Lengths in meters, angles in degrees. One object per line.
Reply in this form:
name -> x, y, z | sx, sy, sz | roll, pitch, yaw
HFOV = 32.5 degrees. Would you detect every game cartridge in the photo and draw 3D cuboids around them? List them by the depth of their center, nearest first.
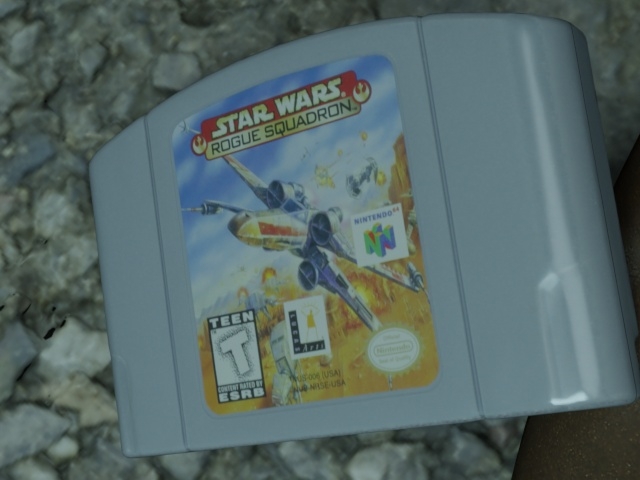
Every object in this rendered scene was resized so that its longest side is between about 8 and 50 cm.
game cartridge -> 0.000, 0.000, 0.555 | 0.297, 0.062, 0.198 | -14, 85, 34

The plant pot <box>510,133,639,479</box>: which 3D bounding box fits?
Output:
plant pot -> 0.203, 0.068, 0.544 | 0.215, 0.215, 0.230 | 34, 100, 7
